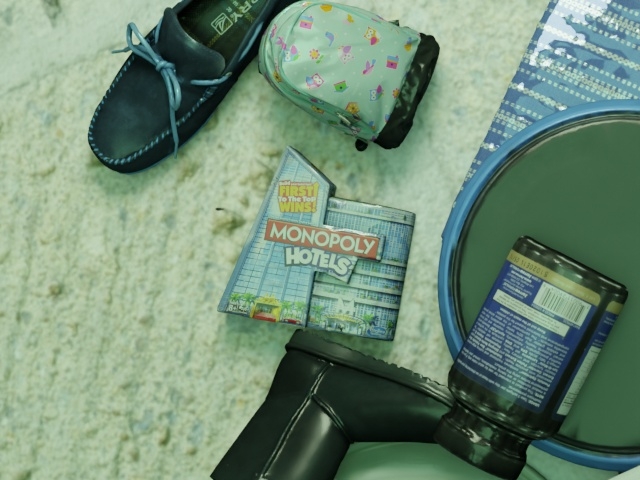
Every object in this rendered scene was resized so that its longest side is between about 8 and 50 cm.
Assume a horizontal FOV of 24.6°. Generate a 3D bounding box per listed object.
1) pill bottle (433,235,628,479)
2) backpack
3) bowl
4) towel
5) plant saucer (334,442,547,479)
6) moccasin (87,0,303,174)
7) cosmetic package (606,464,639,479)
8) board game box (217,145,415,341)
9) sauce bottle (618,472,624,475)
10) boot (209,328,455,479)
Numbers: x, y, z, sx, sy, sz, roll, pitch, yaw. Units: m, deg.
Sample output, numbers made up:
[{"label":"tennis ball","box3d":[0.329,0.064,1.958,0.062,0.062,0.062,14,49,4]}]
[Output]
[{"label":"pill bottle","box3d":[0.199,0.117,1.432,0.123,0.123,0.219,28,94,9]},{"label":"backpack","box3d":[0.026,-0.191,1.570,0.182,0.115,0.152,22,85,-13]},{"label":"bowl","box3d":[0.311,0.045,1.513,0.391,0.077,0.391,-1,88,12]},{"label":"towel","box3d":[0.304,-0.095,1.588,0.243,0.040,0.336,25,90,11]},{"label":"plant saucer","box3d":[0.105,0.404,1.561,0.400,0.100,0.400,0,88,8]},{"label":"moccasin","box3d":[-0.143,-0.223,1.613,0.137,0.117,0.342,39,93,8]},{"label":"cosmetic package","box3d":[0.508,0.247,1.368,0.453,0.161,0.230,-28,68,14]},{"label":"board game box","box3d":[0.000,0.000,1.612,0.194,0.060,0.194,9,90,9]},{"label":"sauce bottle","box3d":[0.332,0.210,1.563,0.042,0.042,0.128,7,89,9]},{"label":"boot","box3d":[0.025,0.225,1.542,0.246,0.094,0.207,20,72,25]}]
